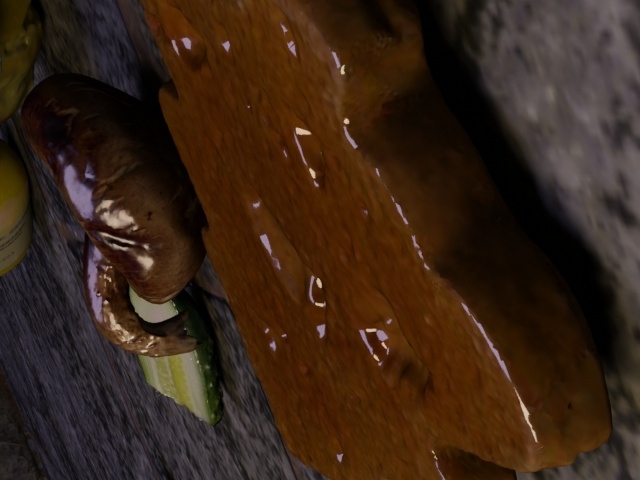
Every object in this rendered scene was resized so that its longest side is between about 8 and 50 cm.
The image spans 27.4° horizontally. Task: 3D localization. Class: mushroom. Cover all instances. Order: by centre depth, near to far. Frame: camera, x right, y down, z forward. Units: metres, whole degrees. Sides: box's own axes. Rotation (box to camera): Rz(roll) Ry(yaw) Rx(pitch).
[{"bbox_3d":[-0.103,-0.014,0.719,0.135,0.080,0.171,-129,20,-71],"label":"mushroom"}]

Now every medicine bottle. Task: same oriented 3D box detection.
[{"bbox_3d":[-0.340,-0.051,1.255,0.122,0.121,0.212,60,161,18],"label":"medicine bottle"}]

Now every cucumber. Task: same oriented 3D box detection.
[{"bbox_3d":[-0.088,0.060,0.830,0.067,0.035,0.107,28,140,34],"label":"cucumber"}]

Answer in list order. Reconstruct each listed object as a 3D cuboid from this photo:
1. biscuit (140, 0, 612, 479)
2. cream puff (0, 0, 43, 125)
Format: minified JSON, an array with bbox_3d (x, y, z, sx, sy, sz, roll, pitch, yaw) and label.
[{"bbox_3d":[0.001,-0.001,0.499,0.278,0.043,0.301,55,160,25],"label":"biscuit"},{"bbox_3d":[-0.362,-0.188,0.861,0.378,0.378,0.276,51,156,38],"label":"cream puff"}]
